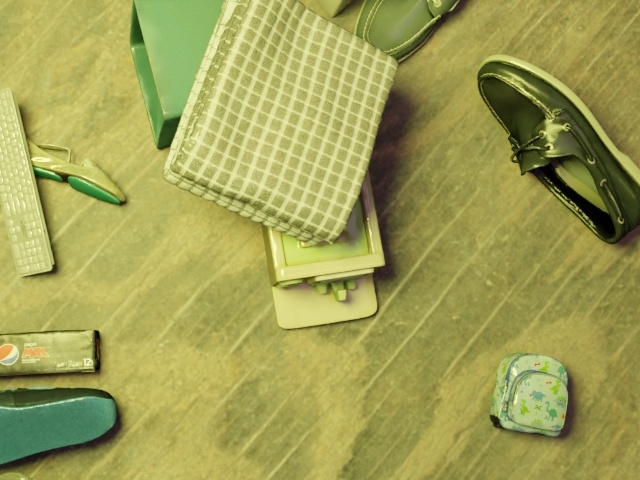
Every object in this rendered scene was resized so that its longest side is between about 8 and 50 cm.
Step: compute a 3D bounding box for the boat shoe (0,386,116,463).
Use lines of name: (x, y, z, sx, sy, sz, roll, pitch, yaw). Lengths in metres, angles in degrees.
boat shoe: (-0.406, 0.249, 1.136, 0.259, 0.089, 0.108, 1, 96, -12)

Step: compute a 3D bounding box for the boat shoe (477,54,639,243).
boat shoe: (0.345, -0.126, 1.251, 0.340, 0.127, 0.113, 45, 68, -10)

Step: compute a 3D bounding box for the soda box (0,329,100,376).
soda box: (-0.391, 0.155, 1.161, 0.169, 0.053, 0.060, -2, 83, -8)

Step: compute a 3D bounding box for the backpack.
backpack: (0.308, 0.221, 1.227, 0.105, 0.084, 0.114, 12, 79, -8)

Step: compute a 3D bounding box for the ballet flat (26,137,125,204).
ballet flat: (-0.351, -0.102, 1.197, 0.168, 0.057, 0.052, 20, 72, -5)

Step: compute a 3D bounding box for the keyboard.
keyboard: (-0.423, -0.078, 1.172, 0.072, 0.014, 0.255, -11, 92, 27)

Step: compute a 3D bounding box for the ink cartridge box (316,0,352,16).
ink cartridge box: (0.065, -0.439, 1.196, 0.172, 0.237, 0.100, -42, 93, -10)

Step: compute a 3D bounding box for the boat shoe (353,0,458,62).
boat shoe: (0.165, -0.395, 1.272, 0.116, 0.099, 0.319, 42, 81, -2)

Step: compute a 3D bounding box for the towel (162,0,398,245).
towel: (-0.042, -0.163, 1.065, 0.235, 0.121, 0.283, 23, 76, -18)

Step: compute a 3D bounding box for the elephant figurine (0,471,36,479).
elephant figurine: (-0.401, 0.387, 1.074, 0.240, 0.169, 0.185, 21, 87, -8)

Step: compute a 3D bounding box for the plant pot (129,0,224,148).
plant pot: (-0.132, -0.250, 1.192, 0.234, 0.165, 0.165, -14, 85, -16)

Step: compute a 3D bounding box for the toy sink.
toy sink: (0.000, 0.000, 1.189, 0.153, 0.131, 0.234, -8, 84, -8)
